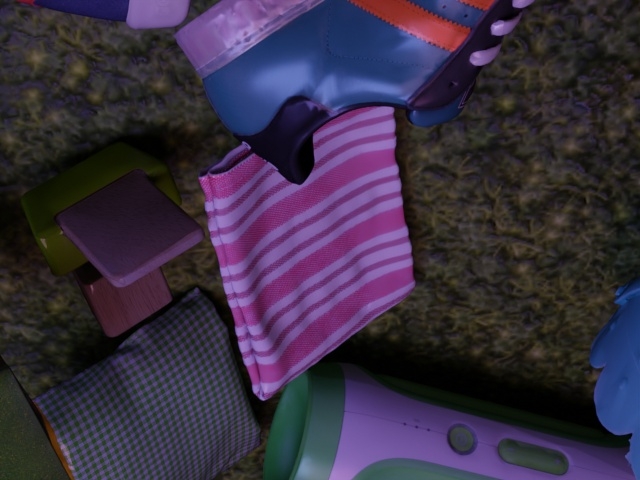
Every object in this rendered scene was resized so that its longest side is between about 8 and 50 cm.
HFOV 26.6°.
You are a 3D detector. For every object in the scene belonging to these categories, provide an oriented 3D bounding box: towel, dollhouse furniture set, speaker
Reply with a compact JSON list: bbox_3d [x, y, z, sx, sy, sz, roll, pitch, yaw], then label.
[{"bbox_3d":[0.000,0.000,0.861,0.144,0.029,0.197,-34,135,-26],"label":"towel"},{"bbox_3d":[-0.123,0.120,0.885,0.197,0.151,0.301,-32,130,-18],"label":"dollhouse furniture set"},{"bbox_3d":[0.113,0.178,1.008,0.296,0.131,0.131,15,128,-13],"label":"speaker"}]

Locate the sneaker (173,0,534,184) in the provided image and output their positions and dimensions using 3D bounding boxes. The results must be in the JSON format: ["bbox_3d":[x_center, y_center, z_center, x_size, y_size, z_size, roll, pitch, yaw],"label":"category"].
[{"bbox_3d":[0.073,-0.137,0.725,0.302,0.108,0.121,-28,100,21],"label":"sneaker"}]

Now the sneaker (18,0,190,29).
[{"bbox_3d":[-0.124,-0.253,0.636,0.148,0.131,0.350,3,131,-9],"label":"sneaker"}]

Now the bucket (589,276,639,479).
[{"bbox_3d":[0.327,0.069,0.834,0.281,0.281,0.183,14,125,-12],"label":"bucket"}]
